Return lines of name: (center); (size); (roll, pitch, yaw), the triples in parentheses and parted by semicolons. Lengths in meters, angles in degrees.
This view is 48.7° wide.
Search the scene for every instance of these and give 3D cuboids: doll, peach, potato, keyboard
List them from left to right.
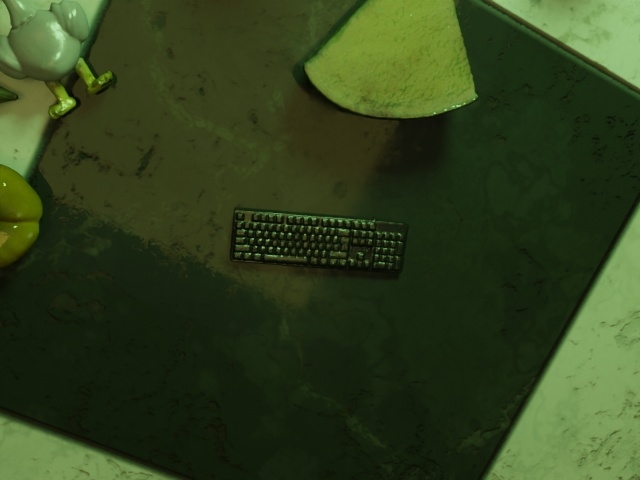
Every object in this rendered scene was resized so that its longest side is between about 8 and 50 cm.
peach: (-0.528, -0.036, 1.108); (0.179, 0.103, 0.179); (-6, 110, -18)
doll: (-0.464, -0.365, 1.053); (0.160, 0.094, 0.365); (-32, 105, 2)
keyboard: (0.000, 0.000, 1.240); (0.309, 0.018, 0.101); (5, 102, -10)
potato: (0.091, -0.313, 1.140); (0.255, 0.112, 0.270); (-19, 101, 0)

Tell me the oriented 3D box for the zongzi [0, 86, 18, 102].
zongzi: (-0.578, -0.173, 1.075); (0.178, 0.081, 0.189); (20, 85, -17)
